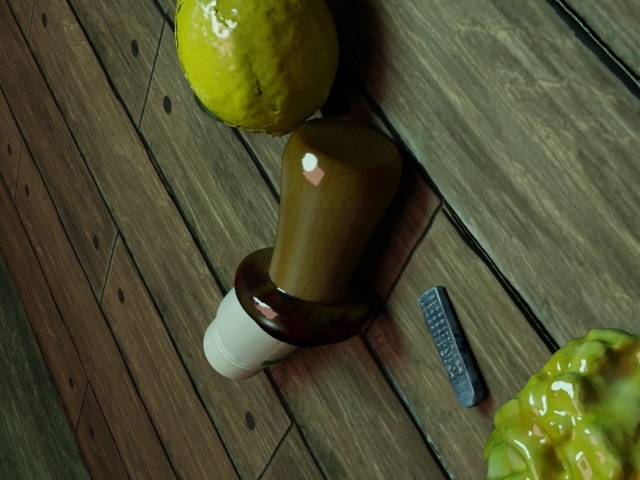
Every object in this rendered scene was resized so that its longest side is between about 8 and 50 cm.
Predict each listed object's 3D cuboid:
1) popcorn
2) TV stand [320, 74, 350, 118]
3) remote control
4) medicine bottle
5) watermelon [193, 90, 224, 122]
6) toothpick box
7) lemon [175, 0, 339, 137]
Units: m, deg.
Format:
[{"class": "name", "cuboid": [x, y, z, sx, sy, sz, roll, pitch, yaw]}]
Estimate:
[{"class": "popcorn", "cuboid": [0.265, 0.227, 0.814, 0.242, 0.234, 0.250, 83, 176, -54]}, {"class": "TV stand", "cuboid": [-0.020, -0.280, 1.261, 0.042, 0.036, 0.249, -38, 69, 54]}, {"class": "remote control", "cuboid": [0.163, 0.132, 1.124, 0.153, 0.027, 0.043, 69, 152, 17]}, {"class": "medicine bottle", "cuboid": [-0.090, 0.125, 1.408, 0.237, 0.139, 0.139, -49, 60, 53]}, {"class": "watermelon", "cuboid": [-0.149, -0.243, 1.408, 0.133, 0.105, 0.105, 58, 142, 25]}, {"class": "toothpick box", "cuboid": [0.000, 0.000, 1.192, 0.192, 0.192, 0.294, 46, 130, 40]}, {"class": "lemon", "cuboid": [-0.078, -0.248, 1.147, 0.204, 0.204, 0.260, 31, 148, 49]}]
